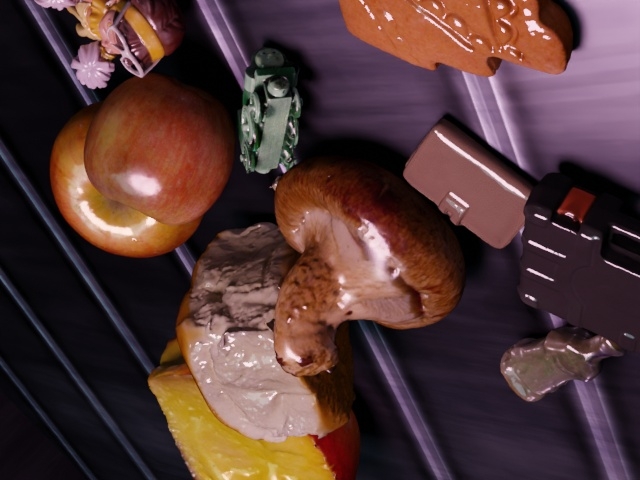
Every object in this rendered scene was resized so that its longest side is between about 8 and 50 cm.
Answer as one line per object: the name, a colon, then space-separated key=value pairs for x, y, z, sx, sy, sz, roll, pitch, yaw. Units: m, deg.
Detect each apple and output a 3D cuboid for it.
apple: x=-0.269 y=-0.092 z=1.909 sx=0.210 sy=0.173 sz=0.234 roll=-9 pitch=120 yaw=10
apple: x=-0.203 y=-0.119 z=1.719 sx=0.188 sy=0.173 sz=0.188 roll=25 pitch=-173 yaw=-3

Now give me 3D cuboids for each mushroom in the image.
mushroom: x=0.049 y=0.018 z=1.680 sx=0.267 sy=0.254 sz=0.267 roll=8 pitch=130 yaw=10

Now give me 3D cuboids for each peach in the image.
peach: x=-0.082 y=0.301 z=2.236 sx=0.306 sy=0.242 sz=0.380 roll=-9 pitch=116 yaw=30

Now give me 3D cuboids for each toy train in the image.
toy train: x=-0.065 y=-0.158 z=1.652 sx=0.178 sy=0.071 sz=0.104 roll=105 pitch=156 yaw=-57

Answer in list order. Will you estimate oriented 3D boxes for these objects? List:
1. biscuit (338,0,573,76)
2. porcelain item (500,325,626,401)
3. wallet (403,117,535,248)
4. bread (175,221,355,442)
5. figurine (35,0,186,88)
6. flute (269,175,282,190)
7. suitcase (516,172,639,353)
biscuit: x=0.106 y=-0.251 z=1.334 sx=0.284 sy=0.043 sz=0.306 roll=46 pitch=153 yaw=-13
porcelain item: x=0.306 y=0.141 z=1.668 sx=0.081 sy=0.069 sz=0.216 roll=52 pitch=154 yaw=1
wallet: x=0.174 y=-0.064 z=1.545 sx=0.153 sy=0.039 sz=0.118 roll=37 pitch=140 yaw=0
bread: x=-0.073 y=0.128 z=1.925 sx=0.225 sy=0.279 sz=0.250 roll=-14 pitch=125 yaw=24
figurine: x=-0.264 y=-0.281 z=1.684 sx=0.240 sy=0.116 sz=0.174 roll=18 pitch=145 yaw=42
flute: x=0.000 y=0.000 z=1.887 sx=0.027 sy=0.027 sz=0.233 roll=3 pitch=136 yaw=50
suitcase: x=0.352 y=0.051 z=1.458 sx=0.286 sy=0.066 sz=0.206 roll=25 pitch=151 yaw=21
